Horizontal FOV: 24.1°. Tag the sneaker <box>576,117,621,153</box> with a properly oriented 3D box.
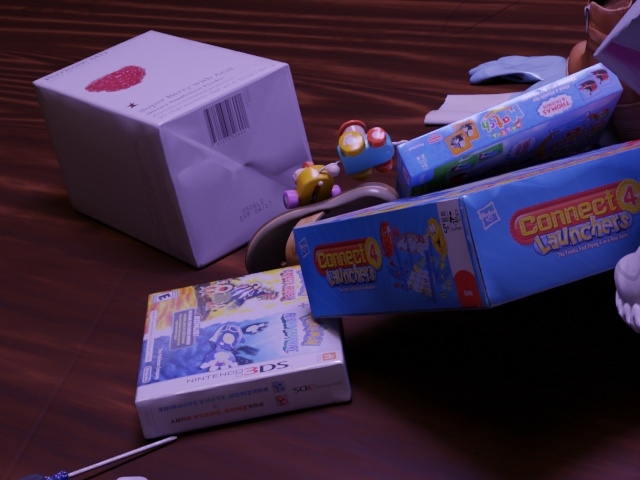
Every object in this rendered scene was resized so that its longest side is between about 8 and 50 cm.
[{"bbox_3d":[0.395,-0.140,1.563,0.296,0.104,0.147,-25,33,-13],"label":"sneaker"}]

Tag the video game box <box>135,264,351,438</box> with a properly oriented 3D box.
[{"bbox_3d":[-0.071,0.096,1.380,0.187,0.048,0.205,-9,26,1],"label":"video game box"}]

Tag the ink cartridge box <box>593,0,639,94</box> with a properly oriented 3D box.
[{"bbox_3d":[0.339,-0.057,1.021,0.071,0.324,0.330,-50,-3,-2],"label":"ink cartridge box"}]

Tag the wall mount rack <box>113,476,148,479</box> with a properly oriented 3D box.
[{"bbox_3d":[-0.136,0.234,1.051,0.350,0.130,0.304,2,33,29],"label":"wall mount rack"}]

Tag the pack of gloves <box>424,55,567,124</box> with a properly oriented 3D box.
[{"bbox_3d":[0.264,-0.201,1.823,0.232,0.046,0.195,2,30,28],"label":"pack of gloves"}]

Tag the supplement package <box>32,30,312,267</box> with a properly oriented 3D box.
[{"bbox_3d":[-0.168,-0.113,1.702,0.177,0.175,0.293,-29,29,-28],"label":"supplement package"}]

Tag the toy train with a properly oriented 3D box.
[{"bbox_3d":[0.030,-0.065,1.505,0.125,0.166,0.046,11,47,-41],"label":"toy train"}]

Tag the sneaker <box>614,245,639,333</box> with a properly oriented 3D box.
[{"bbox_3d":[0.268,0.000,0.979,0.110,0.118,0.292,-14,-1,-11],"label":"sneaker"}]

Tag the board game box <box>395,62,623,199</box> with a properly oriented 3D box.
[{"bbox_3d":[0.175,-0.093,1.433,0.212,0.039,0.160,-23,-14,-3],"label":"board game box"}]

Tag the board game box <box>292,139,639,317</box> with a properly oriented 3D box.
[{"bbox_3d":[0.179,-0.017,1.276,0.308,0.086,0.302,-16,2,-26],"label":"board game box"}]

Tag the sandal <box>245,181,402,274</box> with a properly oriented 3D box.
[{"bbox_3d":[0.000,0.000,1.476,0.180,0.072,0.049,-24,41,23],"label":"sandal"}]

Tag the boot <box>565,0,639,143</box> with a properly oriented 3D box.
[{"bbox_3d":[0.285,-0.201,1.485,0.073,0.152,0.197,-20,32,-2],"label":"boot"}]

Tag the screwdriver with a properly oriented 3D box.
[{"bbox_3d":[-0.202,0.193,1.272,0.170,0.025,0.024,-22,27,-16],"label":"screwdriver"}]
